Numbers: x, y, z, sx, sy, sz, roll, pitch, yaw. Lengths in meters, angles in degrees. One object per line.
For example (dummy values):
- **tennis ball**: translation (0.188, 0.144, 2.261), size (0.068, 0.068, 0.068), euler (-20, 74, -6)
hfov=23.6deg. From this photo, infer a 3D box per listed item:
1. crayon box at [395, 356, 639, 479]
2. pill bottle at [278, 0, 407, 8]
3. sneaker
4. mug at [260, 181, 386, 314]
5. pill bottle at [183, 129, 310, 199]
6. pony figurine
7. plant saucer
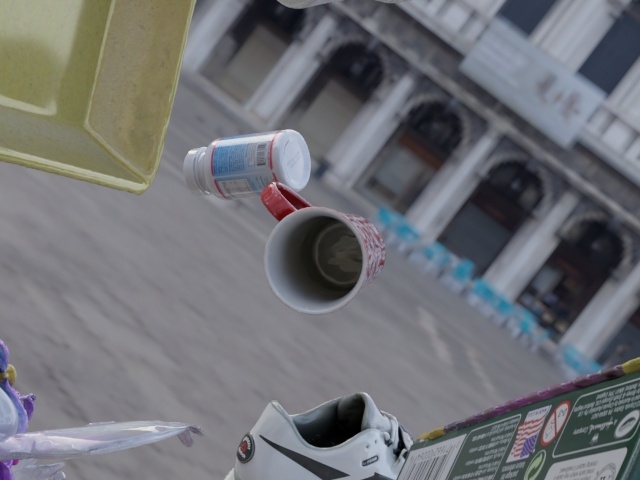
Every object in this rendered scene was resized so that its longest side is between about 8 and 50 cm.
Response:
- **crayon box**: translation (0.221, 0.198, 0.817), size (0.313, 0.106, 0.363), euler (29, -19, -6)
- **pill bottle**: translation (0.117, -0.336, 1.418), size (0.204, 0.361, 0.204), euler (44, -37, 47)
- **sneaker**: translation (0.062, 0.244, 1.698), size (0.331, 0.146, 0.122), euler (10, 21, -34)
- **mug**: translation (0.010, 0.000, 1.686), size (0.169, 0.113, 0.150), euler (-10, 88, -76)
- **pill bottle**: translation (-0.101, -0.100, 2.065), size (0.160, 0.087, 0.087), euler (-4, -20, 29)
- **pony figurine**: translation (-0.344, 0.189, 1.511), size (0.351, 0.303, 0.363), euler (-17, 77, -53)
- **plant saucer**: translation (-0.212, -0.223, 1.233), size (0.081, 0.332, 0.333), euler (13, 0, 24)
